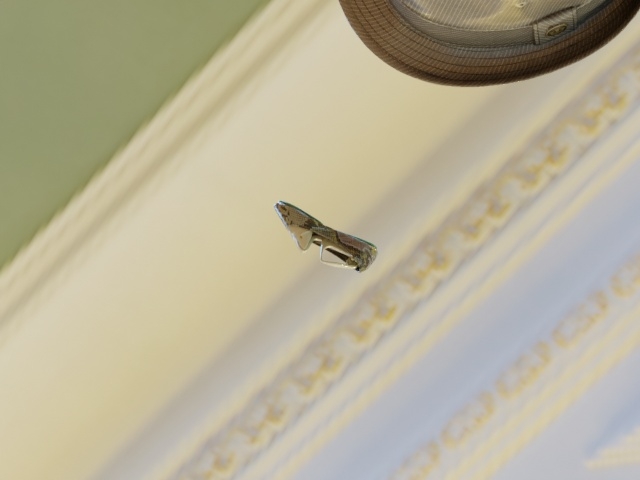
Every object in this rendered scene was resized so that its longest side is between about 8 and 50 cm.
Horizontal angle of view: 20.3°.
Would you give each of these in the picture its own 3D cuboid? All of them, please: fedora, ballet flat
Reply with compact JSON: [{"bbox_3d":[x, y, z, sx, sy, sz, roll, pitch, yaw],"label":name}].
[{"bbox_3d":[0.132,-0.246,1.347,0.275,0.124,0.243,-11,-95,7],"label":"fedora"},{"bbox_3d":[0.000,0.000,1.766,0.041,0.114,0.041,-64,179,-3],"label":"ballet flat"}]
